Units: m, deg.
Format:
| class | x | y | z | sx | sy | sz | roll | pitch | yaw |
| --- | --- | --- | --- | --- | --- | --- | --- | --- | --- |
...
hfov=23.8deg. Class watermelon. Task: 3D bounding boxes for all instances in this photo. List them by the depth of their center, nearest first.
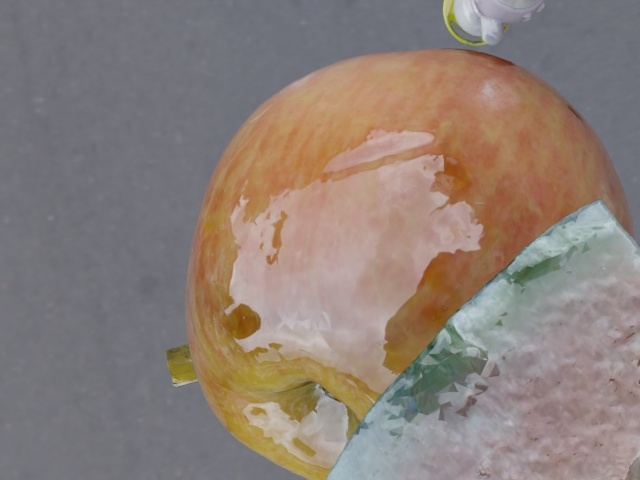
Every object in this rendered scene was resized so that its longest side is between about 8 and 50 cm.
| class | x | y | z | sx | sy | sz | roll | pitch | yaw |
| --- | --- | --- | --- | --- | --- | --- | --- | --- | --- |
| watermelon | 0.135 | 0.121 | 0.938 | 0.264 | 0.151 | 0.302 | -47 | 39 | 2 |

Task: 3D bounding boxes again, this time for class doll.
| class | x | y | z | sx | sy | sz | roll | pitch | yaw |
| --- | --- | --- | --- | --- | --- | --- | --- | --- | --- |
| doll | 0.176 | -0.245 | 1.500 | 0.207 | 0.081 | 0.129 | 141 | 146 | -73 |

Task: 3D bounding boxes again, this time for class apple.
| class | x | y | z | sx | sy | sz | roll | pitch | yaw |
| --- | --- | --- | --- | --- | --- | --- | --- | --- | --- |
| apple | 0.067 | 0.036 | 1.322 | 0.391 | 0.346 | 0.391 | 17 | 148 | 11 |

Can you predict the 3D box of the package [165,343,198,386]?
| class | x | y | z | sx | sy | sz | roll | pitch | yaw |
| --- | --- | --- | --- | --- | --- | --- | --- | --- | --- |
| package | -0.143 | 0.140 | 1.758 | 0.071 | 0.131 | 0.047 | -11 | 84 | -5 |
